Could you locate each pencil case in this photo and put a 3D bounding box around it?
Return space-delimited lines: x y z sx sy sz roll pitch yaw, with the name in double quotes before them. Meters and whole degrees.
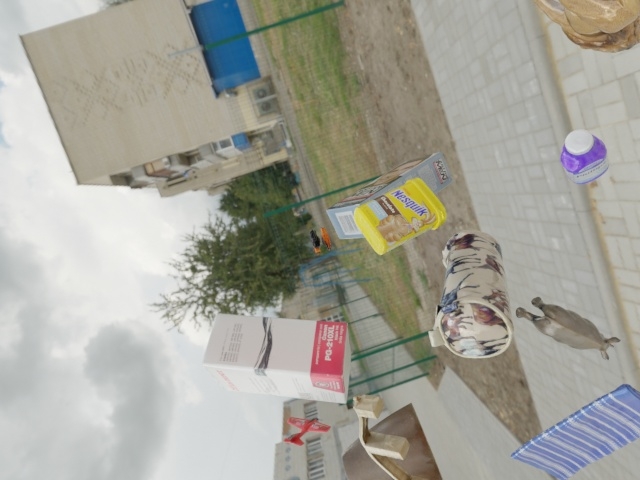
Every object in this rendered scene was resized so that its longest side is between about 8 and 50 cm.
"pencil case" 0.388 0.120 1.163 0.410 0.183 0.160 -57 -41 -59

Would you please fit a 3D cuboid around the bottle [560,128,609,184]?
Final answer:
"bottle" 0.772 -0.247 1.311 0.282 0.118 0.092 15 -132 -55

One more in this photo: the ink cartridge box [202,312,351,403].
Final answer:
"ink cartridge box" -0.068 0.215 0.808 0.172 0.236 0.100 81 -166 -57

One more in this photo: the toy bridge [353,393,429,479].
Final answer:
"toy bridge" 0.087 0.276 0.604 0.026 0.063 0.188 -48 -63 -41

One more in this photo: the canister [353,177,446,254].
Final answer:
"canister" 0.175 -0.054 0.998 0.126 0.169 0.073 56 161 23

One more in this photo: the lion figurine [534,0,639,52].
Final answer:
"lion figurine" 0.480 -0.413 0.776 0.240 0.142 0.392 41 -142 4

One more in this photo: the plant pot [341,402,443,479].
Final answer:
"plant pot" 0.181 0.583 1.200 0.215 0.230 0.216 -22 -90 -87

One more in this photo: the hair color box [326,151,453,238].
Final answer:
"hair color box" 0.222 -0.142 1.420 0.185 0.374 0.114 -3 116 60

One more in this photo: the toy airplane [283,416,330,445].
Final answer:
"toy airplane" -0.046 0.547 1.286 0.151 0.151 0.028 -136 41 -85

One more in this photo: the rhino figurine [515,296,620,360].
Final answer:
"rhino figurine" 0.551 0.196 0.968 0.073 0.243 0.106 -65 18 4

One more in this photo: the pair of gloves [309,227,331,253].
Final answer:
"pair of gloves" 0.000 0.000 1.338 0.083 0.010 0.074 -12 -99 -49

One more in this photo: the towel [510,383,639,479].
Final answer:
"towel" 0.673 0.486 1.106 0.243 0.336 0.040 31 -154 -26
